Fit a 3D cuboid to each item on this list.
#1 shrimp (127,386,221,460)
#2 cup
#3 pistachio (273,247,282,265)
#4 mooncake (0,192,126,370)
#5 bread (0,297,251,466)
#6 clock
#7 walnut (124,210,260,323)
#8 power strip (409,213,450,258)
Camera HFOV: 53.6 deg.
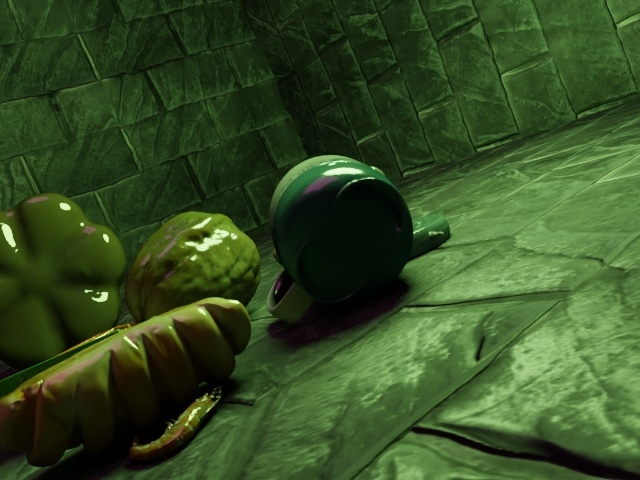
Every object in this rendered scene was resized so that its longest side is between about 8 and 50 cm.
[{"bbox_3d":[-0.158,0.202,0.705,0.091,0.025,0.127,-20,9,37],"label":"shrimp"},{"bbox_3d":[0.010,0.004,1.024,0.290,0.219,0.257,-54,11,5],"label":"cup"},{"bbox_3d":[0.000,0.000,1.453,0.226,0.136,0.136,-18,5,-8],"label":"pistachio"},{"bbox_3d":[-0.751,0.109,1.702,0.467,0.467,0.262,-25,4,-17],"label":"mooncake"},{"bbox_3d":[-0.236,0.173,0.782,0.311,0.121,0.173,-26,3,-27],"label":"bread"},{"bbox_3d":[-0.391,0.216,1.063,0.219,0.106,0.255,-23,6,-4],"label":"clock"},{"bbox_3d":[-0.249,0.075,1.223,0.283,0.227,0.283,-55,-15,-23],"label":"walnut"},{"bbox_3d":[0.178,-0.007,1.191,0.137,0.044,0.216,-23,6,-5],"label":"power strip"}]
